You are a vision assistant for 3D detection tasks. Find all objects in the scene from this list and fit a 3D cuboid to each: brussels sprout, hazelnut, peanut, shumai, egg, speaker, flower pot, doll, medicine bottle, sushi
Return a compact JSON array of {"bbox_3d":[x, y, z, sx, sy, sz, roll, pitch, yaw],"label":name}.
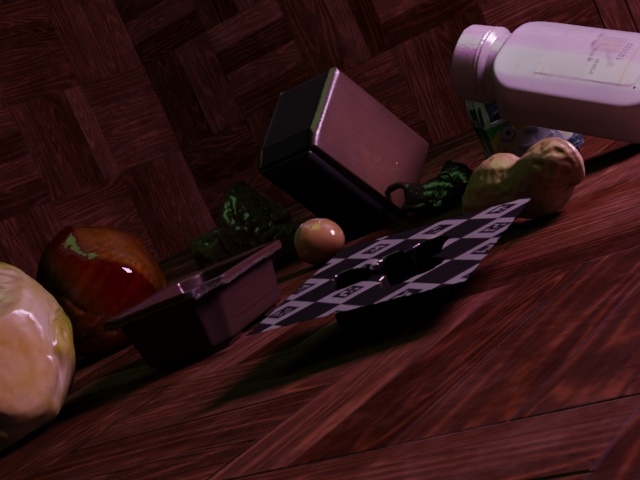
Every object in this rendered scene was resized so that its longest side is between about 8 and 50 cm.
[{"bbox_3d":[-0.424,0.145,1.354,0.294,0.227,0.259,-8,30,46],"label":"brussels sprout"},{"bbox_3d":[-0.352,0.087,1.843,0.229,0.229,0.229,-24,5,2],"label":"hazelnut"},{"bbox_3d":[0.221,-0.061,1.261,0.082,0.082,0.187,-27,5,-30],"label":"peanut"},{"bbox_3d":[-0.140,0.005,2.047,0.175,0.166,0.206,-46,-5,22],"label":"shumai"},{"bbox_3d":[0.000,0.000,1.737,0.083,0.071,0.071,-16,9,40],"label":"egg"},{"bbox_3d":[0.037,-0.143,1.913,0.153,0.231,0.192,-18,46,46],"label":"speaker"},{"bbox_3d":[-0.140,0.085,1.423,0.179,0.084,0.251,-23,4,23],"label":"flower pot"},{"bbox_3d":[0.182,-0.077,1.798,0.139,0.057,0.165,-23,13,-12],"label":"doll"},{"bbox_3d":[0.324,-0.215,1.523,0.296,0.111,0.161,15,49,32],"label":"medicine bottle"},{"bbox_3d":[0.078,0.041,1.078,0.219,0.047,0.231,-16,12,29],"label":"sushi"}]

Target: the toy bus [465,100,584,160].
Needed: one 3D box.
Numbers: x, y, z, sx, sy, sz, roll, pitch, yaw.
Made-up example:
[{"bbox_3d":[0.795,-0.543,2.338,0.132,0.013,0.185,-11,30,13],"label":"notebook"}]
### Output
[{"bbox_3d":[0.298,-0.187,1.759,0.133,0.164,0.276,-25,4,5],"label":"toy bus"}]
